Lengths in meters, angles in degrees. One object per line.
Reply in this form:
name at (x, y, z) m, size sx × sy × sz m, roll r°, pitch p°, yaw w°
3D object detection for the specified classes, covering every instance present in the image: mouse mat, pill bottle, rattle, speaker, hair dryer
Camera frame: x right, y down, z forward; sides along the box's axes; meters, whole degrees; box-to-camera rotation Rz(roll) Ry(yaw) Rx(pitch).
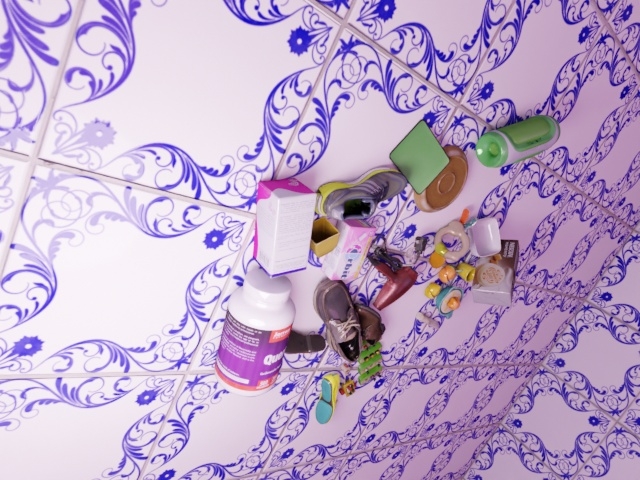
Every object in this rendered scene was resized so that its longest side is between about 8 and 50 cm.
mouse mat at (0.300, -0.246, 1.350) m, size 0.153 × 0.007 × 0.189 m, roll -47°, pitch 125°, yaw -1°
pill bottle at (-0.173, 0.246, 1.216) m, size 0.181 × 0.181 × 0.323 m, roll -2°, pitch 119°, yaw -36°
rattle at (0.483, -0.001, 1.634) m, size 0.200 × 0.130 × 0.143 m, roll -62°, pitch 152°, yaw -25°
speaker at (0.663, -0.334, 1.506) m, size 0.296 × 0.131 × 0.131 m, roll -21°, pitch 129°, yaw -25°
hair dryer at (0.232, 0.108, 1.530) m, size 0.223 × 0.080 × 0.294 m, roll -1°, pitch 113°, yaw -20°

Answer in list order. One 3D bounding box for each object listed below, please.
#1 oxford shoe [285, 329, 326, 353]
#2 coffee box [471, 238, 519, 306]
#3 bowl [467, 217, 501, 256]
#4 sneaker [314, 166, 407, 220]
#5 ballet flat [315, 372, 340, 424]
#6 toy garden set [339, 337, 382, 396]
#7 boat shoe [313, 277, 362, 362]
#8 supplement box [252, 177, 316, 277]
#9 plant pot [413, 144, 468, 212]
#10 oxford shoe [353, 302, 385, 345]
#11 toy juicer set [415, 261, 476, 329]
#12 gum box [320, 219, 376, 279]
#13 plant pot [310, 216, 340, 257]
oxford shoe at (-0.088, 0.328, 1.420) m, size 0.212 × 0.076 × 0.076 m, roll 18°, pitch 147°, yaw -32°
coffee box at (0.675, 0.118, 1.728) m, size 0.247 × 0.141 × 0.098 m, roll -65°, pitch 144°, yaw -30°
bowl at (0.610, -0.011, 1.701) m, size 0.142 × 0.053 × 0.142 m, roll -10°, pitch 90°, yaw -30°
sneaker at (0.130, -0.116, 1.249) m, size 0.299 × 0.121 × 0.111 m, roll -22°, pitch 130°, yaw -24°
ballet flat at (0.036, 0.589, 1.684) m, size 0.077 × 0.077 × 0.231 m, roll -23°, pitch 130°, yaw -45°
toy garden set at (0.160, 0.484, 1.719) m, size 0.203 × 0.049 × 0.244 m, roll -25°, pitch 130°, yaw -22°
boat shoe at (0.078, 0.261, 1.452) m, size 0.132 × 0.130 × 0.356 m, roll -32°, pitch 133°, yaw -16°
supplement box at (-0.095, -0.034, 1.139) m, size 0.113 × 0.111 × 0.220 m, roll -12°, pitch 125°, yaw -31°
plant pot at (0.402, -0.192, 1.470) m, size 0.236 × 0.032 × 0.237 m, roll -19°, pitch 127°, yaw -26°
oxford shoe at (0.163, 0.295, 1.556) m, size 0.096 × 0.082 × 0.227 m, roll -58°, pitch 138°, yaw -26°
toy juicer set at (0.488, 0.239, 1.779) m, size 0.209 × 0.089 × 0.329 m, roll 4°, pitch 116°, yaw -39°
gum box at (0.082, 0.031, 1.351) m, size 0.107 × 0.062 × 0.189 m, roll 2°, pitch 116°, yaw -38°
plant pot at (0.000, 0.000, 1.260) m, size 0.081 × 0.081 × 0.083 m, roll -26°, pitch 141°, yaw -21°
